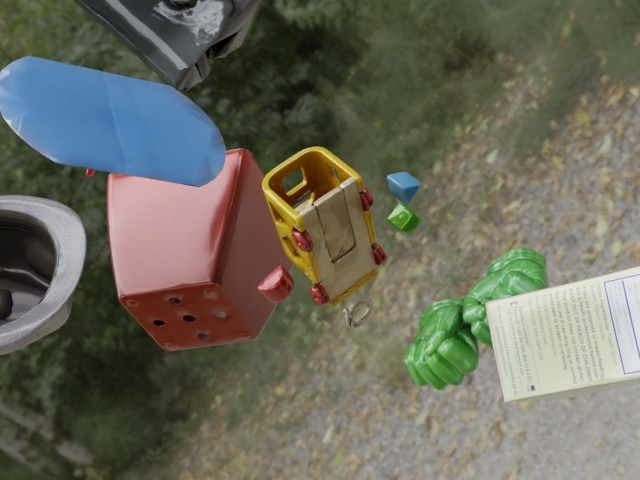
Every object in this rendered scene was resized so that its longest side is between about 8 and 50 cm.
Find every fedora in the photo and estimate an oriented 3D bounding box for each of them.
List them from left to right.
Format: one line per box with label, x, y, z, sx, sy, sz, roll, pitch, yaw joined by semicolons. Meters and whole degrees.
fedora;-0.422;0.066;1.325;0.124;0.275;0.243;80;-175;-55

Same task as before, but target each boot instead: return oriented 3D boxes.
boot;-0.345;-0.350;1.391;0.367;0.445;0.146;-51;4;-25

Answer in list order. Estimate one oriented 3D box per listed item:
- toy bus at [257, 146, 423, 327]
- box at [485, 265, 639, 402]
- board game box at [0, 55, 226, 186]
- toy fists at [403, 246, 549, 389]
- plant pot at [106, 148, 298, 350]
toy bus;0.002;-0.011;1.178;0.104;0.191;0.202;42;114;37
box;0.346;0.106;1.166;0.243;0.213;0.117;-16;76;28
board game box;-0.152;-0.074;0.735;0.033;0.169;0.133;-62;34;32
toy fists;0.236;0.125;1.559;0.279;0.096;0.142;-39;25;34
plant pot;-0.206;0.037;1.733;0.267;0.267;0.235;-9;52;18
